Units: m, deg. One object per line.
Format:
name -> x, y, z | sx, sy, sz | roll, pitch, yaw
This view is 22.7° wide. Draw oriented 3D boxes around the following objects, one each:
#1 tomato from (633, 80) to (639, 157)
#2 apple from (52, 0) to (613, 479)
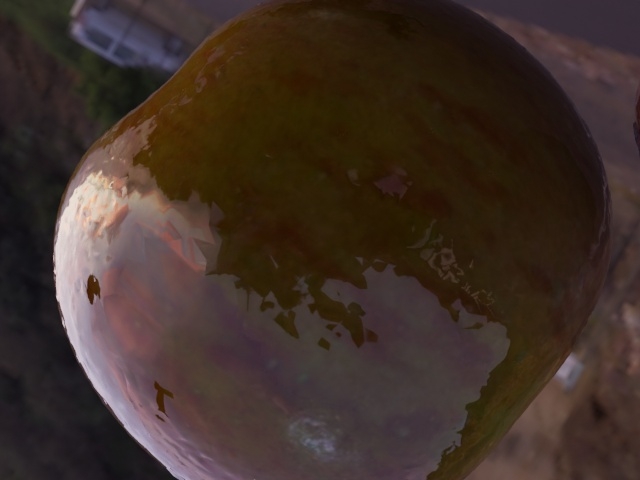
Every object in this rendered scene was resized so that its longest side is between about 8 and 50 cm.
tomato -> 0.297, -0.040, 0.960 | 0.232, 0.188, 0.232 | -18, -90, -74
apple -> 0.000, 0.000, 1.107 | 0.333, 0.400, 0.400 | 38, 178, -15
